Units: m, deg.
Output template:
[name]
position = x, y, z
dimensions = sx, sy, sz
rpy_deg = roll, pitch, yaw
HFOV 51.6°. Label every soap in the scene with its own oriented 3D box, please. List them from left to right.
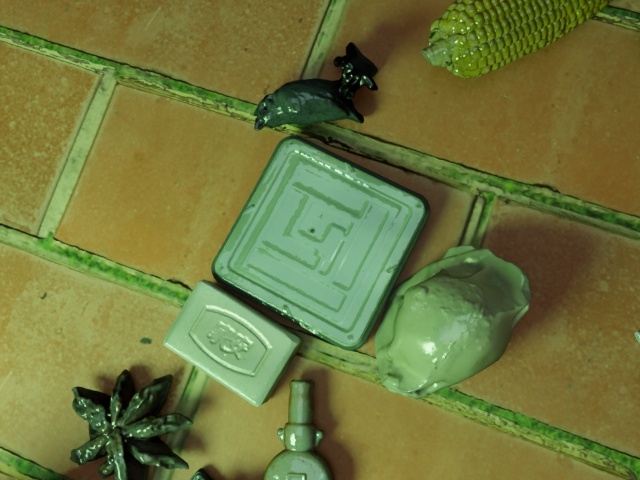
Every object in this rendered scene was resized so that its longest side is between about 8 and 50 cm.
[soap]
position = -0.132, 0.155, 1.017
dimensions = 0.183, 0.064, 0.121
rpy_deg = 30, 87, 11

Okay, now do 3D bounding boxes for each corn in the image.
[corn]
position = 0.316, -0.354, 1.019
dimensions = 0.346, 0.130, 0.130
rpy_deg = -26, 79, -1

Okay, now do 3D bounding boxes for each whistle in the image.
[whistle]
position = -0.030, 0.318, 0.982
dimensions = 0.107, 0.057, 0.220
rpy_deg = 1, 79, 8

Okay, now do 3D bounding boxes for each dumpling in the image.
[dumpling]
position = 0.174, 0.111, 0.959
dimensions = 0.258, 0.147, 0.193
rpy_deg = -46, 48, 3

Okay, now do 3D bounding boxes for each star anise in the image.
[star anise]
position = -0.292, 0.307, 0.997
dimensions = 0.209, 0.089, 0.231
rpy_deg = -32, 67, 8

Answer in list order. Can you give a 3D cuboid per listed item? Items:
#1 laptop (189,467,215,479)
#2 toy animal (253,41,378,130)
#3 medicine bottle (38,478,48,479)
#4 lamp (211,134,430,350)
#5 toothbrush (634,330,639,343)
[laptop]
position = -0.157, 0.468, 0.985
dimensions = 0.207, 0.026, 0.154
rpy_deg = 41, 86, 11
[toy animal]
position = -0.004, -0.220, 1.071
dimensions = 0.210, 0.121, 0.117
rpy_deg = -25, 123, 18
[medicine bottle]
position = -0.460, 0.492, 0.901
dimensions = 0.252, 0.252, 0.241
rpy_deg = -26, 79, 2
[lamp]
position = 0.000, 0.000, 1.036
dimensions = 0.269, 0.047, 0.267
rpy_deg = 27, 83, 10
[toothbrush]
position = 0.509, 0.201, 0.962
dimensions = 0.017, 0.014, 0.162
rpy_deg = -26, 77, -18
